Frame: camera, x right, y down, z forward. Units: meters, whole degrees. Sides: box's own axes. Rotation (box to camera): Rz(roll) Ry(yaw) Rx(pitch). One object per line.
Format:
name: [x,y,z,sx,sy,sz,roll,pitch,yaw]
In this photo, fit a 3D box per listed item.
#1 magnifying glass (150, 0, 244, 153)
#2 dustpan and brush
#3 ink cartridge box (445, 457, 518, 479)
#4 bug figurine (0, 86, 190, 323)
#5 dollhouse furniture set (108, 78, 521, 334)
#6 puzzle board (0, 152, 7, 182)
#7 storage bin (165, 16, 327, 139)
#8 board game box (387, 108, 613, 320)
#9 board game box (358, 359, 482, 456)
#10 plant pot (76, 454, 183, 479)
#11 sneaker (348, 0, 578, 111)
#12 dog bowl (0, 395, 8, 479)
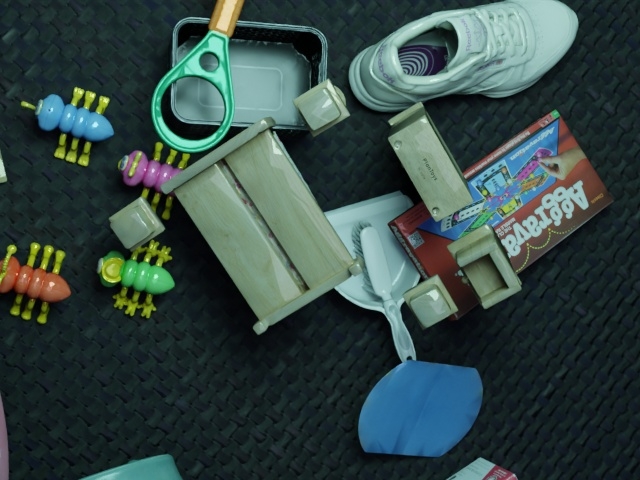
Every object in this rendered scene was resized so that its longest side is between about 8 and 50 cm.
magnifying glass: [-0.122,-0.208,1.088,0.092,0.026,0.231,20,86,-11]
dustpan and brush: [0.075,0.055,1.188,0.147,0.060,0.211,-17,92,-13]
ink cartridge box: [0.167,0.337,1.174,0.150,0.109,0.063,-30,96,-12]
bug figurine: [-0.259,-0.033,1.110,0.216,0.072,0.279,14,84,-12]
dollhouse furniture set: [0.000,0.000,1.115,0.355,0.174,0.303,-30,97,11]
puzzle board: [-0.432,-0.101,1.104,0.128,0.011,0.096,-13,92,-13]
storage bin: [-0.089,-0.189,1.149,0.180,0.084,0.122,2,87,-14]
board game box: [0.232,-0.036,1.223,0.281,0.027,0.145,-34,94,-20]
board game box: [0.119,0.200,1.194,0.168,0.033,0.133,10,111,-28]
plant pot: [-0.204,0.374,1.024,0.271,0.271,0.255,-17,76,-13]
sneaker: [0.193,-0.229,1.181,0.305,0.152,0.114,-19,90,-14]
dog bowl: [-0.450,0.208,0.914,0.150,0.408,0.408,5,86,-50]
